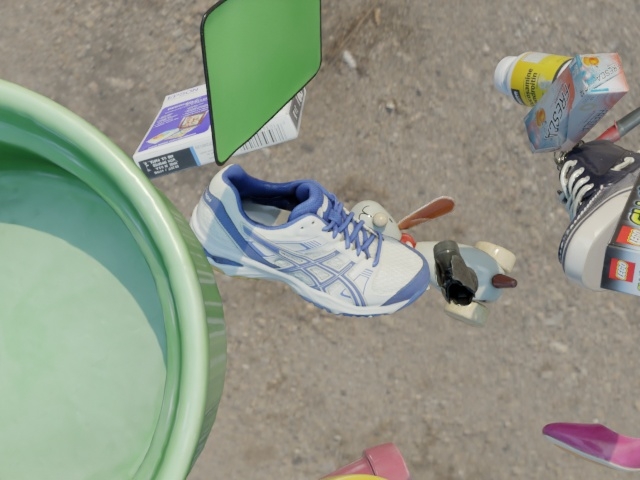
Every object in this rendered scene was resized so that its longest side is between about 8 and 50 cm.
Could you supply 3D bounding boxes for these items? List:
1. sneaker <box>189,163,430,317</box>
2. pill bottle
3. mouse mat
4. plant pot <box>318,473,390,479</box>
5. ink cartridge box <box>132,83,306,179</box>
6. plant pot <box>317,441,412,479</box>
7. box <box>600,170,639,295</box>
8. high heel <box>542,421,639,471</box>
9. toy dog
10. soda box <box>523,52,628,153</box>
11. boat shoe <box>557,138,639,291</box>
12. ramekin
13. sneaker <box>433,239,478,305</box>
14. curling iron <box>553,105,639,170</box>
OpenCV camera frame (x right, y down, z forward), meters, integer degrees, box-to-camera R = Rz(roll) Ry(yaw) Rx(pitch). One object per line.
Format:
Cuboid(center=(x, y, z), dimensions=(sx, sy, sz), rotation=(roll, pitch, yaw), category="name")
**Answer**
Cuboid(center=(0.000, 0.000, 1.127), dimensions=(0.296, 0.112, 0.131), rotation=(13, 138, -13), category="sneaker")
Cuboid(center=(0.412, -0.295, 1.809), dimensions=(0.103, 0.184, 0.103), rotation=(-11, 110, -31), category="pill bottle")
Cuboid(center=(-0.047, -0.171, 0.860), dimensions=(0.007, 0.189, 0.152), rotation=(21, 136, 23), category="mouse mat")
Cuboid(center=(0.074, 0.434, 1.291), dimensions=(0.254, 0.254, 0.239), rotation=(30, 155, -10), category="plant pot")
Cuboid(center=(-0.123, -0.164, 1.273), dimensions=(0.206, 0.208, 0.045), rotation=(-15, 119, 13), category="ink cartridge box")
Cuboid(center=(0.059, 0.444, 1.571), dimensions=(0.180, 0.201, 0.201), rotation=(-14, 122, -7), category="plant pot")
Cuboid(center=(0.284, -0.018, 0.711), dimensions=(0.114, 0.207, 0.036), rotation=(13, 124, 22), category="box")
Cuboid(center=(0.387, 0.219, 1.141), dimensions=(0.244, 0.082, 0.117), rotation=(15, 81, 6), category="high heel")
Cuboid(center=(0.217, 0.036, 1.730), dimensions=(0.334, 0.161, 0.220), rotation=(7, 82, -21), category="toy dog")
Cuboid(center=(0.338, -0.180, 1.304), dimensions=(0.063, 0.058, 0.183), rotation=(-5, 161, -12), category="soda box")
Cuboid(center=(0.364, -0.043, 1.291), dimensions=(0.158, 0.340, 0.127), rotation=(25, 121, 33), category="boat shoe")
Cuboid(center=(-0.199, 0.065, 0.561), dimensions=(0.303, 0.148, 0.303), rotation=(0, 87, 6), category="ramekin")
Cuboid(center=(0.194, 0.063, 1.390), dimensions=(0.051, 0.089, 0.170), rotation=(-19, 142, 13), category="sneaker")
Cuboid(center=(0.548, -0.214, 1.825), dimensions=(0.035, 0.068, 0.274), rotation=(24, 136, -37), category="curling iron")
